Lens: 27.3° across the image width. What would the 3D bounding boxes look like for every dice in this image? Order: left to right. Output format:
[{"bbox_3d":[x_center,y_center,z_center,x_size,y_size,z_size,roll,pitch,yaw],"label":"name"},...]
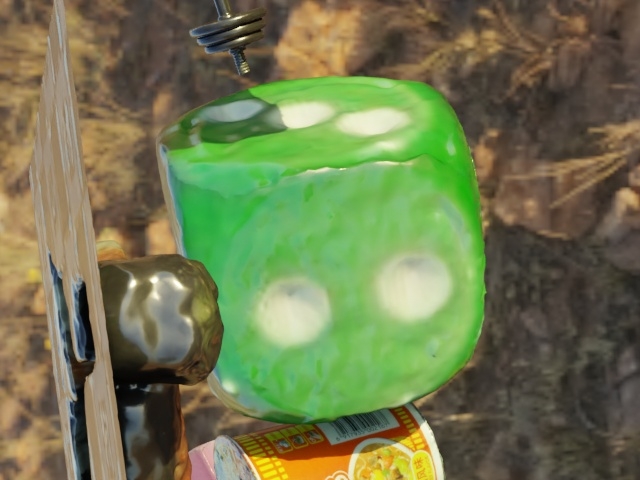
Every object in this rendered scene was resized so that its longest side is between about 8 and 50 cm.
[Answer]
[{"bbox_3d":[0.000,0.000,1.371,0.297,0.300,0.287,-121,21,-67],"label":"dice"}]

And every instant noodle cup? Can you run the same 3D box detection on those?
[{"bbox_3d":[0.014,0.264,1.443,0.193,0.212,0.193,50,150,43],"label":"instant noodle cup"}]

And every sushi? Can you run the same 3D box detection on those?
[{"bbox_3d":[-0.089,0.089,0.658,0.359,0.064,0.343,143,119,-73],"label":"sushi"}]

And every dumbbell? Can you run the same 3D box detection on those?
[{"bbox_3d":[-0.124,-0.302,1.599,0.099,0.099,0.208,6,116,61],"label":"dumbbell"}]

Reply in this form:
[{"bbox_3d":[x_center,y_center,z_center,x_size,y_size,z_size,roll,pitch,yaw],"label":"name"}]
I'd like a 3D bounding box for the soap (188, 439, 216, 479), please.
[{"bbox_3d":[-0.197,0.512,2.373,0.181,0.081,0.259,-36,74,33],"label":"soap"}]
